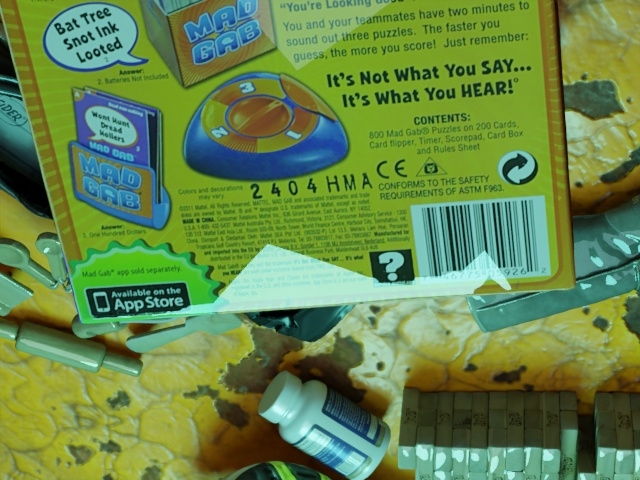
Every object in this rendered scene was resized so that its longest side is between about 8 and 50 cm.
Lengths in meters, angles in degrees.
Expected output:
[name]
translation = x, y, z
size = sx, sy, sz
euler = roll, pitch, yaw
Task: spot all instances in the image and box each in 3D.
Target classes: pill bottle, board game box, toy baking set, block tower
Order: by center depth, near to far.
[board game box]
translation = -0.010, -0.194, 1.273
size = 0.356, 0.356, 0.356
euler = -4, 123, 8
[toy baking set]
translation = -0.211, 0.069, 1.618
size = 0.256, 0.030, 0.197
euler = 20, 147, -10
[block tower]
translation = 0.244, 0.205, 1.671
size = 0.335, 0.091, 0.097
euler = 2, 123, 5
[pill bottle]
translation = 0.002, 0.176, 1.687
size = 0.120, 0.067, 0.067
euler = 33, 120, -16

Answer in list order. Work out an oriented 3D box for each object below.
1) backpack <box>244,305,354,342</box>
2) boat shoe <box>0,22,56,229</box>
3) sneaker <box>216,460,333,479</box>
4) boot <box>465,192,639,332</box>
[backpack]
translation = 0.000, 0.000, 1.545
size = 0.152, 0.115, 0.182
euler = 32, 122, -2
[boat shoe]
translation = -0.221, -0.065, 1.522
size = 0.127, 0.113, 0.340
euler = -37, 113, 25
[sneaker]
translation = 0.037, 0.324, 1.763
size = 0.385, 0.145, 0.147
euler = 35, 156, -25
[boot]
translation = 0.242, 0.048, 1.578
size = 0.208, 0.076, 0.189
euler = -21, 105, 10
